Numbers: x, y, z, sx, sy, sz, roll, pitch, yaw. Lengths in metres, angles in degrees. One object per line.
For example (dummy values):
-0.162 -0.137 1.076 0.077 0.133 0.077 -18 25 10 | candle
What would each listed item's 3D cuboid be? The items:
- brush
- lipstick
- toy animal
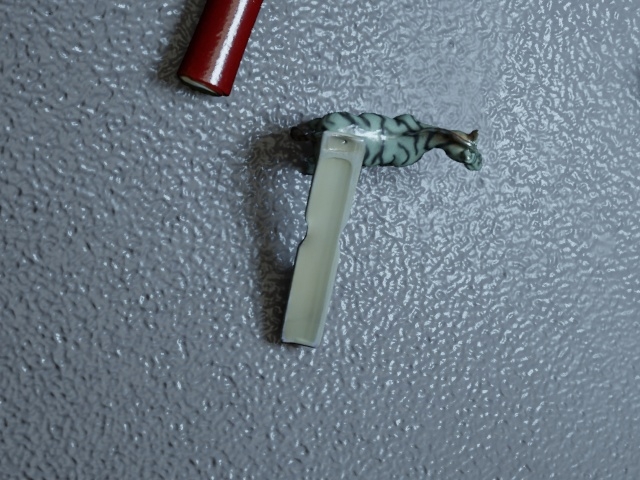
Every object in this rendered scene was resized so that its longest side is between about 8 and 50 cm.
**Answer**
0.000 0.000 1.350 0.060 0.050 0.321 10 117 -6 | brush
-0.118 -0.314 1.351 0.080 0.080 0.241 22 88 -13 | lipstick
0.089 -0.133 1.365 0.255 0.170 0.089 -1 88 5 | toy animal
